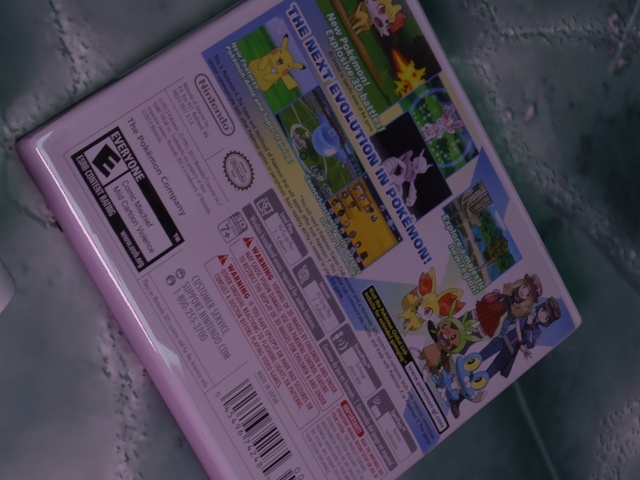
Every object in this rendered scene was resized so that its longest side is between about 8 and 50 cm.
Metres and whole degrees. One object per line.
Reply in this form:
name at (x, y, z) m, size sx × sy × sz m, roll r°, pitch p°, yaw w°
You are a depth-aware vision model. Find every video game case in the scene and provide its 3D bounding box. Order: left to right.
video game case at (0.000, 0.000, 1.155) m, size 0.300 × 0.036 × 0.329 m, roll -36°, pitch 105°, yaw -26°

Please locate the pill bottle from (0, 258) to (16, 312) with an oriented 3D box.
pill bottle at (-0.285, -0.051, 0.921) m, size 0.152 × 0.152 × 0.272 m, roll -42°, pitch 108°, yaw -24°
